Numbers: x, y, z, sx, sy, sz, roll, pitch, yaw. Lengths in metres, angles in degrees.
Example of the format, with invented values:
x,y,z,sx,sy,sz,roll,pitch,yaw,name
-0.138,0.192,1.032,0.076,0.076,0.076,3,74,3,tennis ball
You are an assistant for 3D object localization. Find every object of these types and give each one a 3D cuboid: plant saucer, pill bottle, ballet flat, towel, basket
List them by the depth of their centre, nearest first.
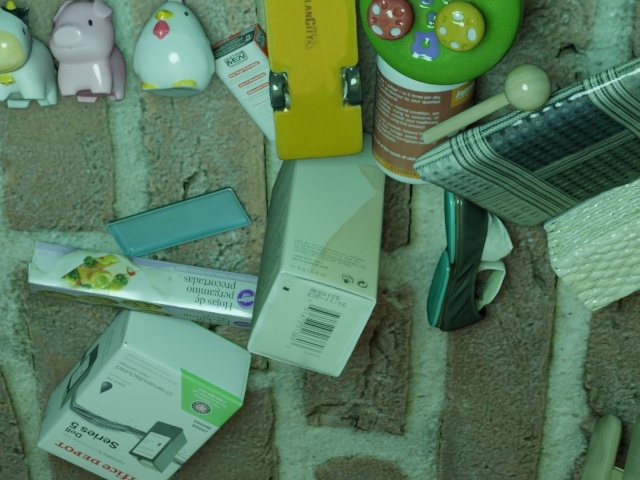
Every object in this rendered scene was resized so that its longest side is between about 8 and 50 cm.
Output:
x,y,z,sx,sy,sz,roll,pitch,yaw,name
0.307,-0.118,1.922,0.312,0.056,0.324,-25,158,22,towel
0.126,-0.183,1.929,0.121,0.121,0.216,4,132,2,pill bottle
0.386,0.002,2.075,0.167,0.103,0.113,-29,121,28,basket
0.200,0.015,2.124,0.096,0.095,0.280,-2,142,-5,ballet flat
-0.191,-0.026,2.170,0.192,0.018,0.067,-16,127,18,plant saucer

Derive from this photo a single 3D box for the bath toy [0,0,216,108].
x,y,z,sx,sy,sz,roll,pitch,yaw,name
-0.299,-0.235,1.938,0.348,0.129,0.151,-2,175,10,bath toy

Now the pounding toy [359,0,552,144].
x,y,z,sx,sy,sz,roll,pitch,yaw,name
0.131,-0.219,1.736,0.183,0.110,0.237,-20,105,24,pounding toy

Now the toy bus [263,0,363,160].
x,y,z,sx,sy,sz,roll,pitch,yaw,name
-0.011,-0.255,1.852,0.108,0.130,0.333,-4,121,1,toy bus

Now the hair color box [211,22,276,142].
x,y,z,sx,sy,sz,roll,pitch,yaw,name
-0.070,-0.195,1.993,0.072,0.043,0.141,-23,126,23,hair color box

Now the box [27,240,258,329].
x,y,z,sx,sy,sz,roll,pitch,yaw,name
-0.238,0.063,2.209,0.323,0.063,0.067,9,163,-3,box

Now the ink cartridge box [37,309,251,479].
x,y,z,sx,sy,sz,roll,pitch,yaw,name
-0.258,0.232,2.336,0.198,0.115,0.273,29,128,-18,ink cartridge box

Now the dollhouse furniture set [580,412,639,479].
x,y,z,sx,sy,sz,roll,pitch,yaw,name
0.624,0.301,2.249,0.362,0.257,0.394,23,161,-12,dollhouse furniture set

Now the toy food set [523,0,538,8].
x,y,z,sx,sy,sz,roll,pitch,yaw,name
0.220,-0.324,1.807,0.132,0.038,0.192,-30,135,-24,toy food set

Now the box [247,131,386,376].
x,y,z,sx,sy,sz,roll,pitch,yaw,name
0.000,0.000,1.976,0.121,0.311,0.148,17,131,-8,box
